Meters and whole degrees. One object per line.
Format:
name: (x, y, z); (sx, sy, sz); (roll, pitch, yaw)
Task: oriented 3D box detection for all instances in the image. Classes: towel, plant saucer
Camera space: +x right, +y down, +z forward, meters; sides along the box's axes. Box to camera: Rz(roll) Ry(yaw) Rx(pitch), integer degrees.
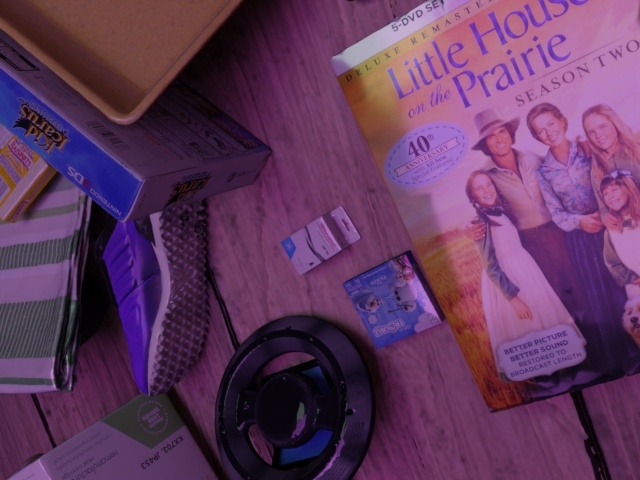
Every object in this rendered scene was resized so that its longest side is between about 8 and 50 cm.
towel: (-0.415, 0.046, 0.958); (0.248, 0.038, 0.324); (-8, 72, 26)
plant saucer: (-0.206, -0.326, 0.774); (0.333, 0.081, 0.333); (39, 85, 13)

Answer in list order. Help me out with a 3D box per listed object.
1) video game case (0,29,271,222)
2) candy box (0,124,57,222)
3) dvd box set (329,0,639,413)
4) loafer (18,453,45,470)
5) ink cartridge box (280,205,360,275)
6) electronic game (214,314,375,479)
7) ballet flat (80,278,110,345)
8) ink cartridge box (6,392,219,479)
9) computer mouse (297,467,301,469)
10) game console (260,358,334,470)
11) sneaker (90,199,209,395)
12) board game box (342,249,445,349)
video game case: (-0.225, -0.140, 0.788); (0.269, 0.244, 0.061); (38, 117, 13)
candy box: (-0.452, -0.130, 0.981); (0.105, 0.027, 0.206); (-46, 67, 9)
dvd box set: (0.227, -0.064, 0.702); (0.308, 0.062, 0.420); (-23, 91, 26)
loafer: (-0.365, 0.439, 1.067); (0.092, 0.102, 0.268); (-19, 103, 25)
ink cartridge box: (0.000, 0.000, 0.837); (0.083, 0.028, 0.048); (-33, 87, 26)
electronic game: (-0.037, 0.203, 0.845); (0.229, 0.048, 0.229); (-12, 67, 31)
ballet flat: (-0.427, 0.143, 1.026); (0.280, 0.096, 0.095); (-28, 90, 27)
ink cartridge box: (-0.216, 0.396, 0.916); (0.119, 0.207, 0.353); (-34, 87, 38)
computer mouse: (-0.021, 0.375, 0.922); (0.106, 0.042, 0.193); (36, 113, 12)
game console: (-0.020, 0.213, 0.870); (0.122, 0.071, 0.107); (-24, 91, 26)
sneaker: (-0.233, 0.051, 0.923); (0.146, 0.102, 0.293); (9, 100, 27)
board game box: (0.084, 0.070, 0.819); (0.090, 0.020, 0.090); (-29, 90, 27)
